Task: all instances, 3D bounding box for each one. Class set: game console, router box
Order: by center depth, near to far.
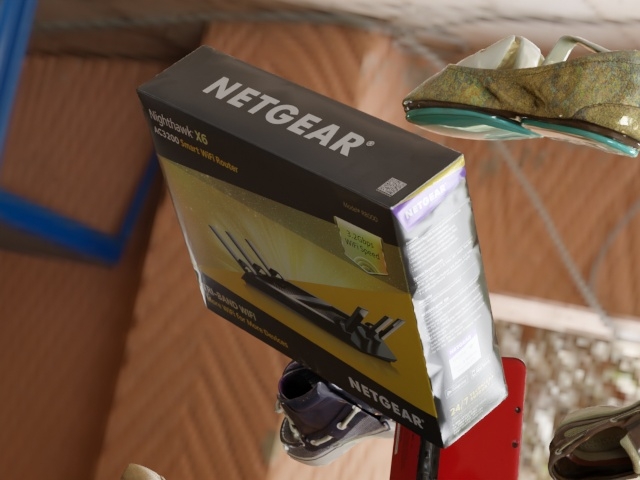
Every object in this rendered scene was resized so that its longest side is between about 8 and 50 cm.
[{"bbox_3d":[0.000,0.000,1.357,0.309,0.081,0.243,27,143,42],"label":"router box"},{"bbox_3d":[0.131,0.188,1.628,0.085,0.144,0.124,17,152,-16],"label":"game console"}]

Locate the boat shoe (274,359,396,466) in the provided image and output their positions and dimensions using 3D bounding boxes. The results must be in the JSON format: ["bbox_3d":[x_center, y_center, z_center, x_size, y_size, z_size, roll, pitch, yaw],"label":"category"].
[{"bbox_3d":[-0.009,0.227,2.375,0.158,0.127,0.340,23,153,-22],"label":"boat shoe"}]

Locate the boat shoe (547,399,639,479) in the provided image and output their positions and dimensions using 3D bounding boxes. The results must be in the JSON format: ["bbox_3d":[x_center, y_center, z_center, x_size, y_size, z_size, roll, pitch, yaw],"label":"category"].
[{"bbox_3d":[0.357,0.216,1.807,0.257,0.095,0.095,-26,-168,38],"label":"boat shoe"}]

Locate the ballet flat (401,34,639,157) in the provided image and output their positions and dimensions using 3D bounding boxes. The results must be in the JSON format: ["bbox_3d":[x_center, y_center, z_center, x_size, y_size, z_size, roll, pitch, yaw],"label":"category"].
[{"bbox_3d":[0.218,-0.155,1.720,0.123,0.123,0.348,18,177,-34],"label":"ballet flat"}]

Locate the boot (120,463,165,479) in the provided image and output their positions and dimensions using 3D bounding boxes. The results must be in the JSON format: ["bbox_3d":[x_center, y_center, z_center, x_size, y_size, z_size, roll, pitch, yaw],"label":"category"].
[{"bbox_3d":[-0.239,0.369,2.203,0.089,0.236,0.269,-27,-157,1],"label":"boot"}]
